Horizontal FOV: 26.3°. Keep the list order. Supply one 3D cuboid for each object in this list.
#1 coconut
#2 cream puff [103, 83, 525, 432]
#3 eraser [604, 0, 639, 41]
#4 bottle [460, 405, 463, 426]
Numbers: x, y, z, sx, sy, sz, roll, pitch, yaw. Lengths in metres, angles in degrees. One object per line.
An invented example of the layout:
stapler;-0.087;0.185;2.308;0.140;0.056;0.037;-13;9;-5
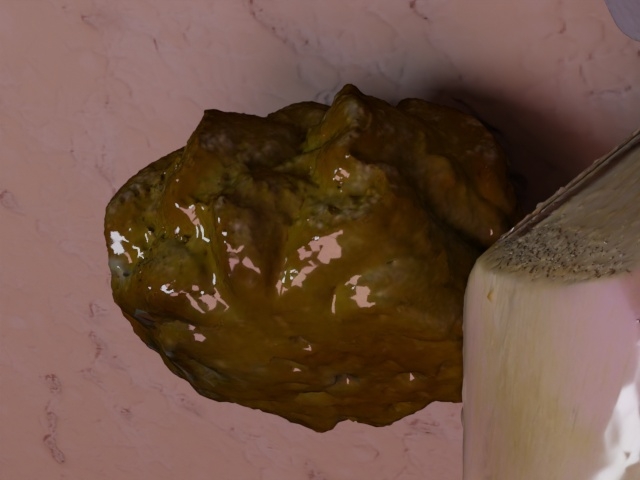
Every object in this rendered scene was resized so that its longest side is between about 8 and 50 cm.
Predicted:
coconut;0.221;0.095;0.636;0.353;0.352;0.352;16;133;18
cream puff;0.003;0.013;0.796;0.244;0.196;0.244;27;160;11
eraser;0.159;-0.185;0.548;0.174;0.094;0.270;11;152;39
bottle;0.134;0.104;0.908;0.045;0.045;0.096;40;137;-5
